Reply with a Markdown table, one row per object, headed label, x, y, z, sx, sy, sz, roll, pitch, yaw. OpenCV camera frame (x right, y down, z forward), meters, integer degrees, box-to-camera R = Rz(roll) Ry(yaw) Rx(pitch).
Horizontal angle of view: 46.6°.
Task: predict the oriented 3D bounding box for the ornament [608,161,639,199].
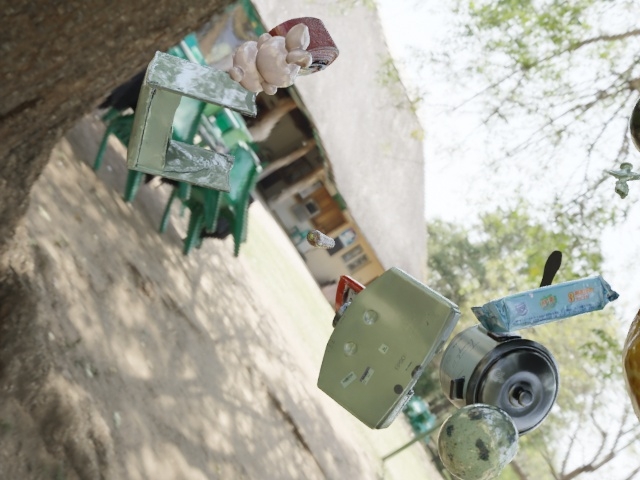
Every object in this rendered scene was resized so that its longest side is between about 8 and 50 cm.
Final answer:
| label | x | y | z | sx | sy | sz | roll | pitch | yaw |
| --- | --- | --- | --- | --- | --- | --- | --- | --- | --- |
| ornament | 0.696 | -0.143 | 1.703 | 0.068 | 0.092 | 0.041 | 33 | -25 | 39 |

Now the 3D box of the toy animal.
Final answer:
| label | x | y | z | sx | sy | sz | roll | pitch | yaw |
| --- | --- | --- | --- | --- | --- | --- | --- | --- | --- |
| toy animal | -0.077 | -0.357 | 1.491 | 0.213 | 0.124 | 0.124 | 0 | -45 | 39 |

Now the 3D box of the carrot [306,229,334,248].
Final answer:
| label | x | y | z | sx | sy | sz | roll | pitch | yaw |
| --- | --- | --- | --- | --- | --- | --- | --- | --- | --- |
| carrot | 0.000 | 0.000 | 1.451 | 0.032 | 0.032 | 0.093 | 57 | 15 | 21 |

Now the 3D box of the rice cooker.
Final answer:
| label | x | y | z | sx | sy | sz | roll | pitch | yaw |
| --- | --- | --- | --- | --- | --- | --- | --- | --- | --- |
| rice cooker | 0.415 | 0.323 | 1.726 | 0.227 | 0.281 | 0.241 | -146 | -121 | -69 |

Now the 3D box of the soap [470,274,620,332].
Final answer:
| label | x | y | z | sx | sy | sz | roll | pitch | yaw |
| --- | --- | --- | --- | --- | --- | --- | --- | --- | --- |
| soap | 0.491 | 0.140 | 1.625 | 0.156 | 0.294 | 0.077 | 103 | -26 | -81 |

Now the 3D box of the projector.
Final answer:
| label | x | y | z | sx | sy | sz | roll | pitch | yaw |
| --- | --- | --- | --- | --- | --- | --- | --- | --- | --- |
| projector | 0.114 | 0.191 | 1.373 | 0.194 | 0.269 | 0.088 | 34 | 4 | 25 |

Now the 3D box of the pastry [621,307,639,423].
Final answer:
| label | x | y | z | sx | sy | sz | roll | pitch | yaw |
| --- | --- | --- | --- | --- | --- | --- | --- | --- | --- |
| pastry | 0.768 | 0.264 | 1.479 | 0.388 | 0.313 | 0.388 | -19 | 90 | -82 |

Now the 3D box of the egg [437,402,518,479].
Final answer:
| label | x | y | z | sx | sy | sz | roll | pitch | yaw |
| --- | --- | --- | --- | --- | --- | --- | --- | --- | --- |
| egg | 0.301 | 0.378 | 1.405 | 0.141 | 0.141 | 0.181 | 57 | -38 | 21 |

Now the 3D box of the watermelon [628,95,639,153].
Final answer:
| label | x | y | z | sx | sy | sz | roll | pitch | yaw |
| --- | --- | --- | --- | --- | --- | --- | --- | --- | --- |
| watermelon | 0.787 | -0.257 | 1.631 | 0.212 | 0.212 | 0.212 | 57 | -1 | 1 |

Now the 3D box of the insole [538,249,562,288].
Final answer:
| label | x | y | z | sx | sy | sz | roll | pitch | yaw |
| --- | --- | --- | --- | --- | --- | --- | --- | --- | --- |
| insole | 0.642 | 0.091 | 2.079 | 0.045 | 0.134 | 0.002 | 19 | 2 | 40 |

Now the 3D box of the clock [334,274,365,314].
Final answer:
| label | x | y | z | sx | sy | sz | roll | pitch | yaw |
| --- | --- | --- | --- | --- | --- | --- | --- | --- | --- |
| clock | 0.099 | 0.169 | 1.984 | 0.155 | 0.061 | 0.113 | -145 | -120 | -62 |

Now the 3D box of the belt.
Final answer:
| label | x | y | z | sx | sy | sz | roll | pitch | yaw |
| --- | --- | --- | --- | --- | --- | --- | --- | --- | --- |
| belt | -0.042 | -0.483 | 1.890 | 0.201 | 0.128 | 0.124 | -18 | 75 | -48 |

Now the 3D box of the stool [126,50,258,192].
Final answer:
| label | x | y | z | sx | sy | sz | roll | pitch | yaw |
| --- | --- | --- | --- | --- | --- | --- | --- | --- | --- |
| stool | -0.312 | -0.283 | 1.809 | 0.270 | 0.243 | 0.170 | 14 | 37 | -13 |
